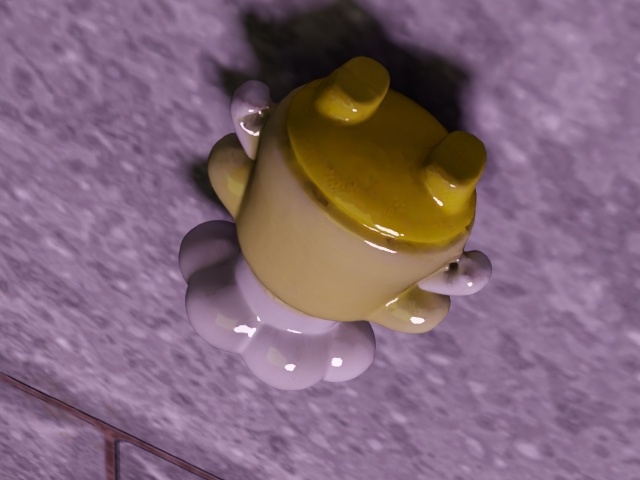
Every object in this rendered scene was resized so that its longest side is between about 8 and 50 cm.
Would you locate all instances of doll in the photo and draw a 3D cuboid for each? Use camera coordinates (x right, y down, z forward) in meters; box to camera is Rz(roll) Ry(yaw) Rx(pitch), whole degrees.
[{"bbox_3d":[0.000,0.000,0.464,0.106,0.062,0.162,39,144,1],"label":"doll"}]
